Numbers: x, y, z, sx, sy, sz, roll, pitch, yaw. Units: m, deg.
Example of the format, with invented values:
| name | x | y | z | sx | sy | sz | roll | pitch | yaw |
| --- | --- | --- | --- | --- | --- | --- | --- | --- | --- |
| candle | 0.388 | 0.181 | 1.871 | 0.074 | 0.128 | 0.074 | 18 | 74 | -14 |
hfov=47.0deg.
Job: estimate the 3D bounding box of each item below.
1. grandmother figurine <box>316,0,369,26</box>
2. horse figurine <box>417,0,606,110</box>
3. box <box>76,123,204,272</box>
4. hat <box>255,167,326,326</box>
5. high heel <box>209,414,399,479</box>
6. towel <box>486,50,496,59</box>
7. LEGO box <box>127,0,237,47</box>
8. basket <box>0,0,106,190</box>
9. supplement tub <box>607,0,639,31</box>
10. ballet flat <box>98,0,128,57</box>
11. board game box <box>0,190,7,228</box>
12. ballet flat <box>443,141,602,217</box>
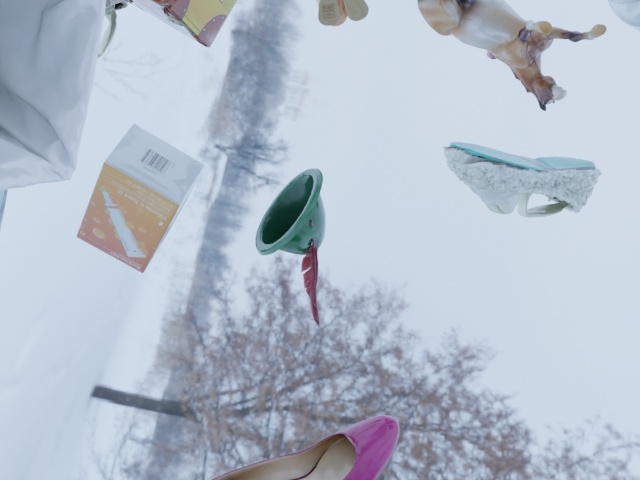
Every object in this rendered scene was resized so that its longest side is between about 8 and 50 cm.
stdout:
| name | x | y | z | sx | sy | sz | roll | pitch | yaw |
| --- | --- | --- | --- | --- | --- | --- | --- | --- | --- |
| grandmother figurine | 0.022 | -0.654 | 1.851 | 0.342 | 0.208 | 0.104 | -98 | -173 | -47 |
| horse figurine | 0.173 | -0.236 | 0.779 | 0.066 | 0.263 | 0.174 | -63 | -176 | 1 |
| box | -0.487 | -0.104 | 1.971 | 0.345 | 0.215 | 0.168 | -51 | -167 | 47 |
| hat | 0.000 | 0.000 | 1.327 | 0.208 | 0.183 | 0.173 | -40 | -152 | 31 |
| high heel | -0.026 | 0.389 | 1.266 | 0.127 | 0.377 | 0.181 | 29 | -32 | 49 |
| towel | 0.440 | -0.651 | 1.884 | 0.237 | 0.037 | 0.329 | -62 | 149 | -61 |
| LEGO box | -0.220 | -0.609 | 1.099 | 0.500 | 0.372 | 0.193 | -60 | 170 | 1 |
| basket | -0.476 | -0.255 | 0.884 | 0.328 | 0.266 | 0.331 | -15 | 129 | -56 |
| supplement tub | 0.647 | -0.444 | 1.256 | 0.235 | 0.325 | 0.235 | -42 | -143 | 45 |
| ballet flat | -0.570 | -0.491 | 1.700 | 0.182 | 0.164 | 0.483 | 63 | 31 | -32 |
| board game box | -0.791 | -0.214 | 1.752 | 0.336 | 0.079 | 0.254 | 111 | -24 | -43 |
| ballet flat | 0.411 | -0.110 | 1.486 | 0.147 | 0.409 | 0.147 | -5 | -96 | 58 |
